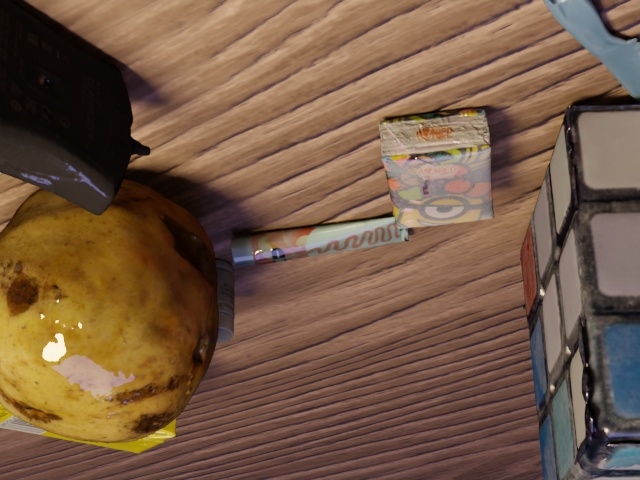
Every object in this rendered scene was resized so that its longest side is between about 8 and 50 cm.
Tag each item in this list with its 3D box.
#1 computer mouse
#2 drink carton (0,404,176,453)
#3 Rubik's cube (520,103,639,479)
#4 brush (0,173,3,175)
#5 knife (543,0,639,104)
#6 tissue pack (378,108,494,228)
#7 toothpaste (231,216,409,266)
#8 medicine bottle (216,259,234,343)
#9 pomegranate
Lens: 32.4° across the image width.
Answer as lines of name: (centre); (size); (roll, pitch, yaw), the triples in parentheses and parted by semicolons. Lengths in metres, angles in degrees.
computer mouse: (-0.252, -0.115, 0.918); (0.088, 0.147, 0.264); (-23, 145, 34)
drink carton: (-0.356, 0.163, 1.423); (0.351, 0.154, 0.111); (19, 146, -35)
Rubik's cube: (0.408, 0.089, 1.126); (0.359, 0.362, 0.363); (-4, 154, 3)
brush: (-0.317, -0.075, 1.102); (0.299, 0.039, 0.042); (-20, 148, 32)
knife: (0.270, -0.172, 1.000); (0.044, 0.019, 0.313); (-22, 149, 30)
tissue pack: (0.121, -0.070, 1.127); (0.109, 0.060, 0.148); (-7, 153, 5)
toothpaste: (0.000, 0.000, 1.278); (0.205, 0.036, 0.056); (-8, 150, 2)
medicine bottle: (-0.134, 0.075, 1.343); (0.058, 0.091, 0.058); (-2, 152, -1)
pomegranate: (-0.234, 0.076, 1.155); (0.281, 0.281, 0.281); (-2, 152, -1)
